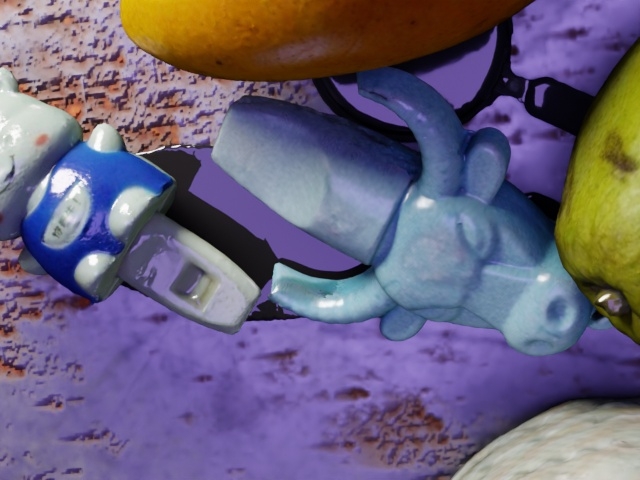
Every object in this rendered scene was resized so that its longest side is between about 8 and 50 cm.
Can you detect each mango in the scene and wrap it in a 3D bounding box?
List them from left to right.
[{"bbox_3d":[0.002,-0.168,0.702,0.257,0.187,0.138,-27,138,5],"label":"mango"}]

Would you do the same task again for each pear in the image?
[{"bbox_3d":[0.256,-0.044,0.698,0.269,0.212,0.212,-38,94,-15],"label":"pear"}]

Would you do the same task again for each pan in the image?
[{"bbox_3d":[0.101,-0.111,0.789,0.235,0.028,0.136,23,99,1],"label":"pan"}]

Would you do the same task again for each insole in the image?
[{"bbox_3d":[0.000,0.000,0.826,0.349,0.009,0.118,4,101,4],"label":"insole"}]

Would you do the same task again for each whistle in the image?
[{"bbox_3d":[-0.149,-0.018,0.783,0.244,0.092,0.110,34,98,2],"label":"whistle"},{"bbox_3d":[0.062,-0.012,0.768,0.274,0.093,0.186,26,128,3],"label":"whistle"}]

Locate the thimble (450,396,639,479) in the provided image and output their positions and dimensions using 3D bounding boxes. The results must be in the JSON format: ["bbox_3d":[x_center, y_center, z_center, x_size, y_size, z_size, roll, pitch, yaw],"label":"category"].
[{"bbox_3d":[0.186,0.252,0.757,0.292,0.195,0.291,1,98,6],"label":"thimble"}]
